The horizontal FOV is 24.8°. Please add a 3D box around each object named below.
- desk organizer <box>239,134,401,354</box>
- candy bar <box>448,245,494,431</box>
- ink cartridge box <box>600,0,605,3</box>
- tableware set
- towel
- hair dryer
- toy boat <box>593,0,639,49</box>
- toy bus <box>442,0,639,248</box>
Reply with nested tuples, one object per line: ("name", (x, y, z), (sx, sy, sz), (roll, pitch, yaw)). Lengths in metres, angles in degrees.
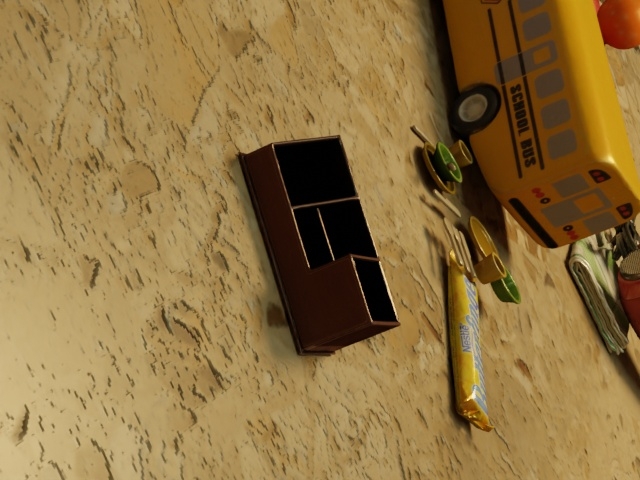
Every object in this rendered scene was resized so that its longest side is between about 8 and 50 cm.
("desk organizer", (0.000, 0.000, 0.880), (0.047, 0.050, 0.130), (10, 60, -63))
("candy bar", (0.110, 0.074, 1.089), (0.040, 0.018, 0.161), (47, 29, -37))
("ink cartridge box", (0.299, -0.349, 1.709), (0.235, 0.056, 0.171), (46, 7, 37))
("tableware set", (0.124, -0.023, 1.177), (0.104, 0.024, 0.154), (39, 28, -48))
("towel", (0.296, 0.041, 1.509), (0.113, 0.023, 0.152), (63, 23, -10))
("hair dryer", (0.357, 0.034, 1.526), (0.224, 0.080, 0.293), (10, 58, -65))
("toy boat", (0.282, -0.216, 1.549), (0.151, 0.151, 0.231), (51, 28, -33))
("toy bus", (0.190, -0.159, 1.327), (0.108, 0.130, 0.332), (41, 35, -46))
